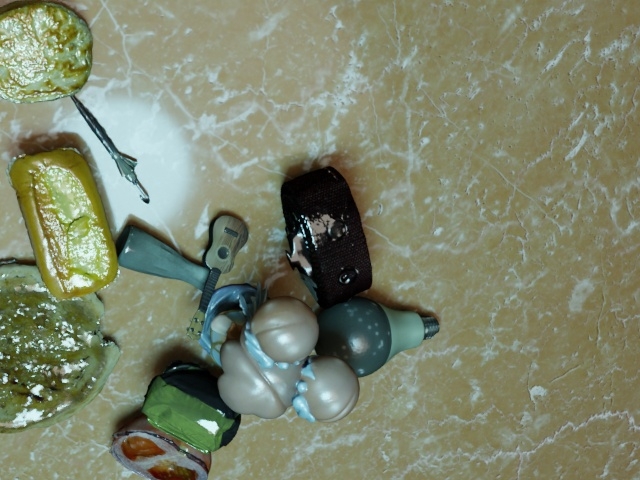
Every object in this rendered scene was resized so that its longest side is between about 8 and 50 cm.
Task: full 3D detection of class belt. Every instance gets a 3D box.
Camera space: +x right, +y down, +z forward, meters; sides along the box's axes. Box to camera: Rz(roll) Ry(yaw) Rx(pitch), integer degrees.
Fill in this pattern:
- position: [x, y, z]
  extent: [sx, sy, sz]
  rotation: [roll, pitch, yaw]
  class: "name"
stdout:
- position: [0.000, 0.000, 1.658]
  extent: [0.164, 0.184, 0.289]
  rotation: [-22, 112, -16]
  class: "belt"

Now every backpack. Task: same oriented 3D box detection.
- position: [-0.257, 0.338, 1.667]
  extent: [0.207, 0.253, 0.140]
  rotation: [30, 91, 1]
  class: "backpack"

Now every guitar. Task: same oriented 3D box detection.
- position: [-0.225, 0.079, 1.641]
  extent: [0.083, 0.038, 0.271]
  rotation: [26, 71, -25]
  class: "guitar"

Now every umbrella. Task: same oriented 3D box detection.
- position: [-0.410, -0.183, 1.566]
  extent: [0.044, 0.044, 0.269]
  rotation: [-46, 118, -31]
  class: "umbrella"

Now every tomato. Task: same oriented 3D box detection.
- position: [-0.346, 0.447, 1.746]
  extent: [0.199, 0.112, 0.228]
  rotation: [-24, 123, 32]
  class: "tomato"

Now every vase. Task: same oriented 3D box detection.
- position: [-0.317, 0.047, 1.648]
  extent: [0.214, 0.086, 0.086]
  rotation: [25, 100, -26]
  class: "vase"

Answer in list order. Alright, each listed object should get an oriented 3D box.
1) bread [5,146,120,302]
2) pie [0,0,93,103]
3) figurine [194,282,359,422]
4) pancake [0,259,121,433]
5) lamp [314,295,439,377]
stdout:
- position: [-0.491, -0.034, 1.523]
  extent: [0.152, 0.119, 0.288]
  rotation: [-17, 99, -17]
  class: "bread"
- position: [-0.522, -0.348, 1.456]
  extent: [0.205, 0.084, 0.179]
  rotation: [-16, 117, -18]
  class: "pie"
- position: [-0.106, 0.224, 1.593]
  extent: [0.248, 0.388, 0.277]
  rotation: [-38, 111, -3]
  class: "figurine"
- position: [-0.604, 0.222, 1.629]
  extent: [0.382, 0.071, 0.382]
  rotation: [-5, 109, -13]
  class: "pancake"
- position: [0.117, 0.211, 1.798]
  extent: [0.313, 0.182, 0.182]
  rotation: [-2, 111, -48]
  class: "lamp"
